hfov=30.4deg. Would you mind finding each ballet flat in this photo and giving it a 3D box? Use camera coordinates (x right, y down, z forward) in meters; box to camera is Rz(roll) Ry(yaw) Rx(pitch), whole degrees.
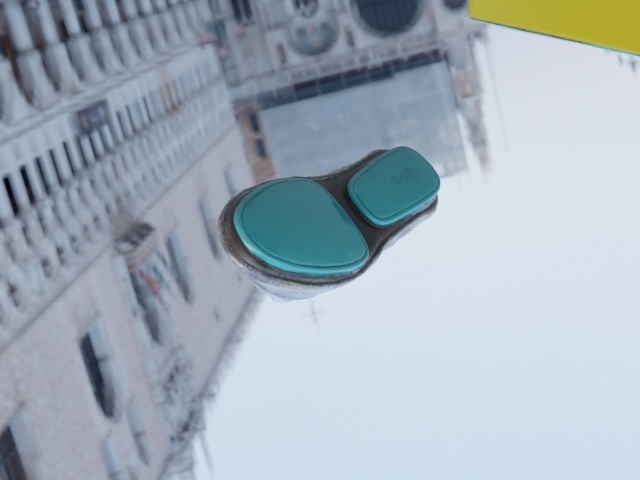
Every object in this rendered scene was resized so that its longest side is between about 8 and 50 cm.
[{"bbox_3d":[0.000,0.000,1.002,0.106,0.107,0.316,-44,166,33],"label":"ballet flat"}]

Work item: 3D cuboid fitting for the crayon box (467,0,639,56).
[{"bbox_3d":[0.272,-0.288,0.743,0.106,0.363,0.313,2,-164,-40],"label":"crayon box"}]
